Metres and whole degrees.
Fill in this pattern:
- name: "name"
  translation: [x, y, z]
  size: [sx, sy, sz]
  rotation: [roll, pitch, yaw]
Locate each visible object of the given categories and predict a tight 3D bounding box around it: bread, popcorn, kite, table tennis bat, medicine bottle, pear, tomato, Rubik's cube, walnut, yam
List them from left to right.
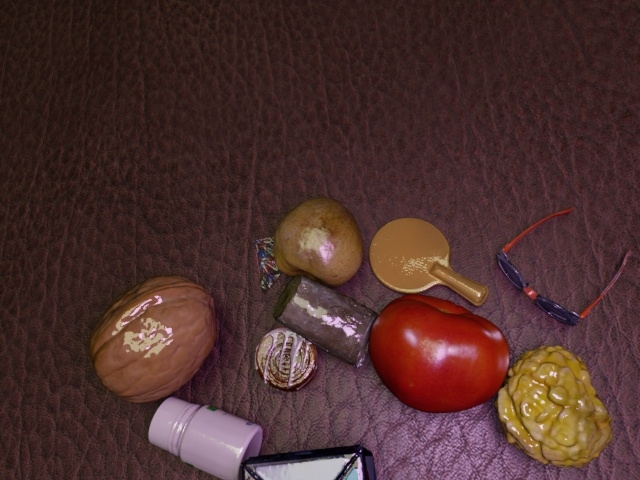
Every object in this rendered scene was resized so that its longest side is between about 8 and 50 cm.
- name: "walnut"
  translation: [-0.391, 0.226, 1.227]
  size: [0.313, 0.277, 0.252]
  rotation: [-40, 104, -13]
- name: "medicine bottle"
  translation: [-0.264, 0.454, 1.180]
  size: [0.237, 0.139, 0.139]
  rotation: [13, 72, 16]
- name: "kite"
  translation: [-0.103, 0.039, 1.381]
  size: [0.189, 0.009, 0.232]
  rotation: [30, 77, 20]
- name: "bread"
  translation: [-0.081, 0.285, 1.246]
  size: [0.161, 0.073, 0.160]
  rotation: [-4, 68, 10]
- name: "Rubik's cube"
  translation: [-0.007, 0.557, 1.031]
  size: [0.247, 0.248, 0.250]
  rotation: [-9, 66, 6]
- name: "pear"
  translation: [0.000, 0.000, 1.277]
  size: [0.229, 0.188, 0.211]
  rotation: [16, 73, 7]
- name: "yam"
  translation: [0.020, 0.183, 1.190]
  size: [0.254, 0.154, 0.154]
  rotation: [30, 76, 0]
- name: "table tennis bat"
  translation: [0.269, 0.063, 1.281]
  size: [0.321, 0.050, 0.198]
  rotation: [31, 78, 24]
- name: "tomato"
  translation: [0.244, 0.248, 1.104]
  size: [0.299, 0.298, 0.226]
  rotation: [21, 98, 18]
- name: "popcorn"
  translation: [0.471, 0.345, 1.046]
  size: [0.212, 0.259, 0.259]
  rotation: [-18, 66, 18]

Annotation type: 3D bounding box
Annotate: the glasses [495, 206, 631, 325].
- name: "glasses"
  translation: [0.573, 0.041, 1.195]
  size: [0.268, 0.118, 0.234]
  rotation: [-42, 66, -7]
